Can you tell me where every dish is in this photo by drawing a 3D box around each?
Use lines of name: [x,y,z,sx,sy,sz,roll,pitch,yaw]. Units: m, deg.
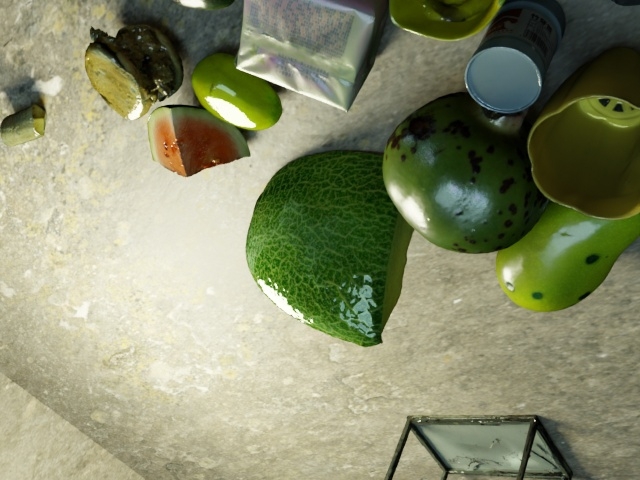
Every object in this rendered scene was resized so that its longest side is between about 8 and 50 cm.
dish: [0.182,-0.353,1.043,0.208,0.080,0.148,-20,116,44]

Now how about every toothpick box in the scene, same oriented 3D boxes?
toothpick box: [0.260,-0.252,1.042,0.101,0.153,0.101,17,138,16]

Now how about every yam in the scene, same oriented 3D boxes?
yam: [-0.619,-0.242,1.657,0.147,0.069,0.069,-9,126,37]

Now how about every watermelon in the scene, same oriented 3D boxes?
watermelon: [-0.221,-0.190,1.446,0.137,0.145,0.193,62,153,9]

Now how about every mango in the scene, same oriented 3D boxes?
mango: [0.392,0.008,1.242,0.175,0.142,0.293,21,139,-14]
mango: [-0.146,-0.247,1.344,0.163,0.089,0.117,43,139,-16]

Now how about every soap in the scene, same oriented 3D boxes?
soap: [-0.009,-0.321,1.145,0.200,0.138,0.182,24,141,7]

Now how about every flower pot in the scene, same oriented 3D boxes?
flower pot: [0.388,-0.154,1.047,0.195,0.179,0.195,16,137,16]

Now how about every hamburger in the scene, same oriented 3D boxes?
hamburger: [-0.331,-0.307,1.372,0.185,0.131,0.159,43,147,-4]

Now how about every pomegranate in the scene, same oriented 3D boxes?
pomegranate: [0.222,-0.111,1.161,0.254,0.254,0.270,24,129,7]

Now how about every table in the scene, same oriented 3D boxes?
table: [0.339,0.566,1.755,0.335,0.272,0.222,-11,125,38]

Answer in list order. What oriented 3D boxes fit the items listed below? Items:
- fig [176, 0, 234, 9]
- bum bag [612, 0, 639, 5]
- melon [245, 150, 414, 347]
fig: [-0.179,-0.432,1.170,0.117,0.117,0.177,17,128,15]
bum bag: [0.356,-0.370,0.947,0.197,0.049,0.087,48,161,-21]
melon: [0.000,0.000,1.436,0.344,0.226,0.330,7,96,25]
